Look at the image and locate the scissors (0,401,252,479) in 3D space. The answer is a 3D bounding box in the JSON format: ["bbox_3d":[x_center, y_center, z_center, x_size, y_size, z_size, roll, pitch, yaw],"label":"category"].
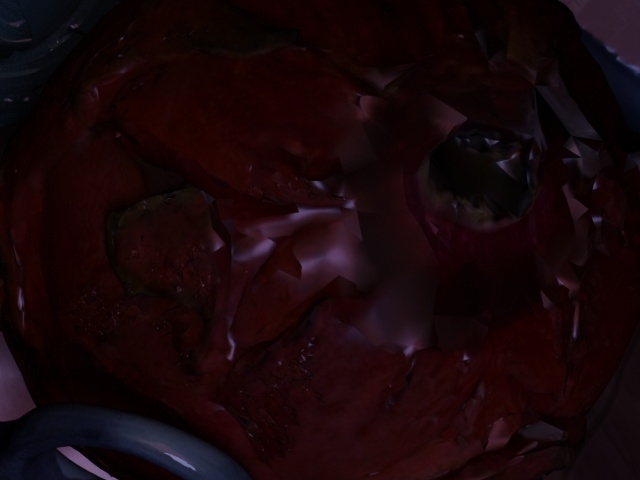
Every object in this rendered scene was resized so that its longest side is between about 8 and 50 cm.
[{"bbox_3d":[-0.223,0.071,0.815,0.383,0.256,0.029,27,56,-7],"label":"scissors"}]

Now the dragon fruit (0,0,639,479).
[{"bbox_3d":[0.000,0.000,0.857,0.295,0.301,0.296,2,86,-25],"label":"dragon fruit"}]

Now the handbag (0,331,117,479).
[{"bbox_3d":[-0.130,0.114,0.970,0.157,0.059,0.212,-33,93,-5],"label":"handbag"}]

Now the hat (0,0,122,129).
[{"bbox_3d":[-0.152,-0.143,0.971,0.191,0.078,0.138,-40,84,13],"label":"hat"}]

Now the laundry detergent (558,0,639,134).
[{"bbox_3d":[0.115,-0.175,0.986,0.290,0.094,0.143,37,89,-4],"label":"laundry detergent"}]
